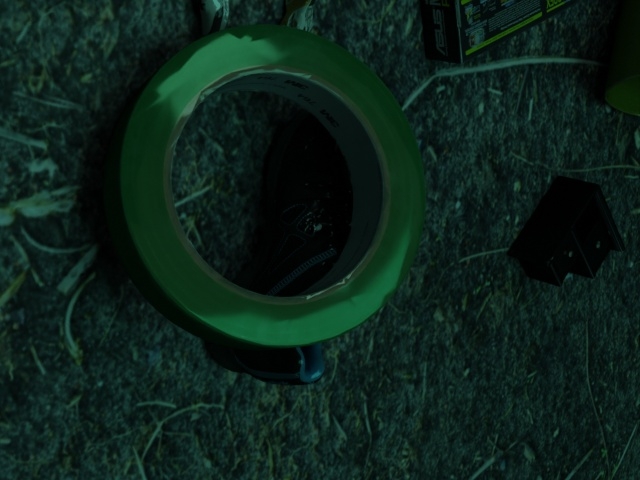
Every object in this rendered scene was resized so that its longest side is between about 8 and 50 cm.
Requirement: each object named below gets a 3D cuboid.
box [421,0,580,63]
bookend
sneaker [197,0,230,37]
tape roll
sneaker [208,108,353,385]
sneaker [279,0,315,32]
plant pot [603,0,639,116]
[{"bbox_3d":[0.229,-0.370,1.521,0.270,0.060,0.216,-32,125,-36],"label":"box"},{"bbox_3d":[0.370,0.015,1.791,0.157,0.072,0.156,-53,135,-21],"label":"bookend"},{"bbox_3d":[-0.116,-0.256,1.207,0.044,0.040,0.109,-4,103,-30],"label":"sneaker"},{"bbox_3d":[-0.052,-0.051,1.196,0.321,0.077,0.321,3,81,-23],"label":"tape roll"},{"bbox_3d":[0.000,0.000,1.334,0.125,0.140,0.340,23,85,-47],"label":"sneaker"},{"bbox_3d":[-0.021,-0.251,1.315,0.037,0.032,0.083,16,96,-62],"label":"sneaker"},{"bbox_3d":[0.565,-0.352,1.767,0.275,0.275,0.293,15,76,-49],"label":"plant pot"}]
